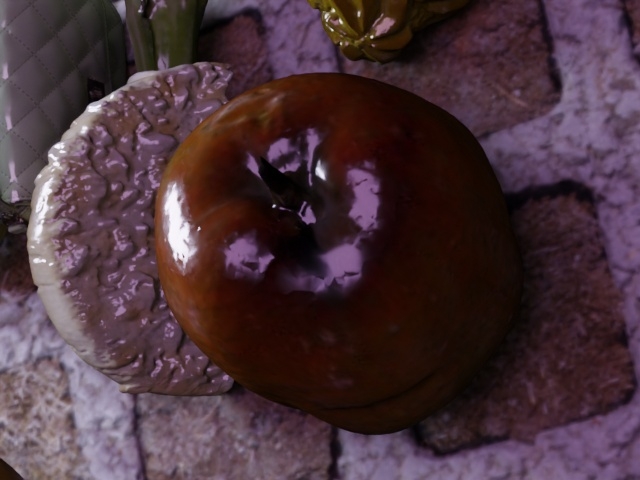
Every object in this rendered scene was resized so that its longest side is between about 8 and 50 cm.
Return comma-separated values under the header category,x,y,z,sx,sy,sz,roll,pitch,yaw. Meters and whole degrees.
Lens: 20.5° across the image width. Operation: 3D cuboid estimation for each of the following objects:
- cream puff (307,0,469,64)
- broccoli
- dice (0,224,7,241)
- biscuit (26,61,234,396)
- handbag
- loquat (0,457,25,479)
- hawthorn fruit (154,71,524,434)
category,x,y,z,sx,sy,sz,roll,pitch,yaw
cream puff,0.050,-0.219,1.455,0.156,0.121,0.156,-4,77,19
broccoli,-0.131,-0.237,1.552,0.145,0.165,0.304,1,90,-5
dice,-0.374,-0.073,1.577,0.166,0.169,0.169,1,63,14
biscuit,-0.153,-0.013,1.469,0.084,0.179,0.281,173,100,-70
handbag,-0.249,-0.127,1.522,0.079,0.219,0.256,-13,72,26
loquat,-0.306,0.277,1.470,0.179,0.179,0.227,-32,73,15
hawthorn fruit,0.000,0.000,1.320,0.267,0.301,0.268,-10,66,23
